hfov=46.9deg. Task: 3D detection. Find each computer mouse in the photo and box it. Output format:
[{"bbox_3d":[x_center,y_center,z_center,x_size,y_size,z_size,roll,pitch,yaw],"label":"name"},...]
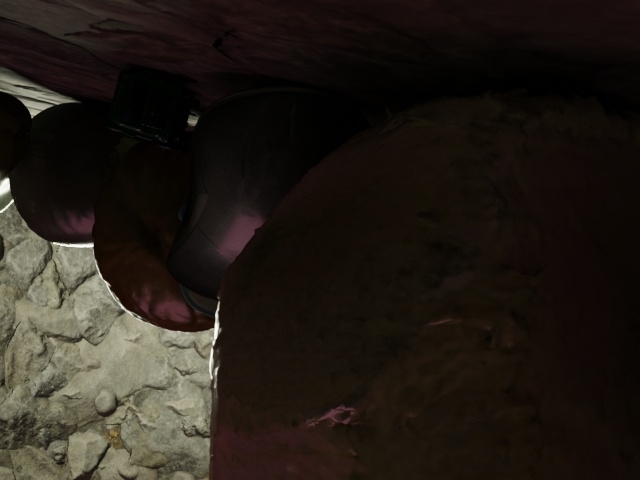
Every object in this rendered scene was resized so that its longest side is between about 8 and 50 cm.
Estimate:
[{"bbox_3d":[-0.060,0.007,0.713,0.167,0.090,0.379,8,140,-13],"label":"computer mouse"}]

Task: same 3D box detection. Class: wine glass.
[{"bbox_3d":[-0.412,-0.111,1.165,0.322,0.238,0.238,10,-179,18],"label":"wine glass"}]

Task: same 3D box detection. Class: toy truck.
[{"bbox_3d":[-0.166,-0.128,0.738,0.079,0.065,0.147,16,-178,-9],"label":"toy truck"}]

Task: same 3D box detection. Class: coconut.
[{"bbox_3d":[0.102,0.106,0.546,0.404,0.405,0.404,12,-179,0],"label":"coconut"}]

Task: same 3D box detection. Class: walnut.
[{"bbox_3d":[-0.151,-0.016,1.033,0.332,0.333,0.333,12,-179,0],"label":"walnut"}]

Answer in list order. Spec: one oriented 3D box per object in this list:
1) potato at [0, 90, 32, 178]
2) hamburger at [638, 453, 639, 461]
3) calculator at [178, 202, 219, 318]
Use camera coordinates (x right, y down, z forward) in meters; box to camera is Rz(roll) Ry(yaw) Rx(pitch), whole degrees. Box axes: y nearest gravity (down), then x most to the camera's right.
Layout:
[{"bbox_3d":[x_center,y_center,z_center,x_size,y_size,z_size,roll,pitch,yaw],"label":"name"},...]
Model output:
[{"bbox_3d":[-0.528,-0.145,0.987,0.350,0.203,0.218,4,-170,24],"label":"potato"},{"bbox_3d":[0.271,0.076,0.255,0.290,0.291,0.225,12,-178,-17],"label":"hamburger"},{"bbox_3d":[0.000,0.000,0.912,0.386,0.256,0.054,12,-169,-36],"label":"calculator"}]
